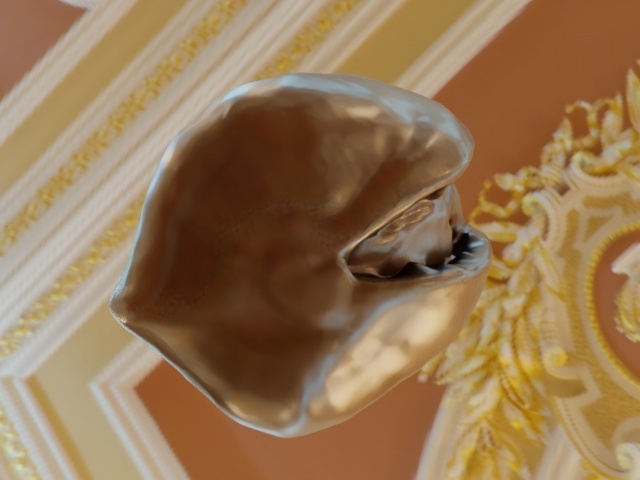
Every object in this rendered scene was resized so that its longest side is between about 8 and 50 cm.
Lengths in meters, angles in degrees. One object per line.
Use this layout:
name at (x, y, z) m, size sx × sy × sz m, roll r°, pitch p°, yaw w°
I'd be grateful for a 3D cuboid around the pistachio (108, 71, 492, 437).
pistachio at (0.000, 0.000, 0.379) m, size 0.113 × 0.149 × 0.113 m, roll 4°, pitch -80°, yaw 21°
